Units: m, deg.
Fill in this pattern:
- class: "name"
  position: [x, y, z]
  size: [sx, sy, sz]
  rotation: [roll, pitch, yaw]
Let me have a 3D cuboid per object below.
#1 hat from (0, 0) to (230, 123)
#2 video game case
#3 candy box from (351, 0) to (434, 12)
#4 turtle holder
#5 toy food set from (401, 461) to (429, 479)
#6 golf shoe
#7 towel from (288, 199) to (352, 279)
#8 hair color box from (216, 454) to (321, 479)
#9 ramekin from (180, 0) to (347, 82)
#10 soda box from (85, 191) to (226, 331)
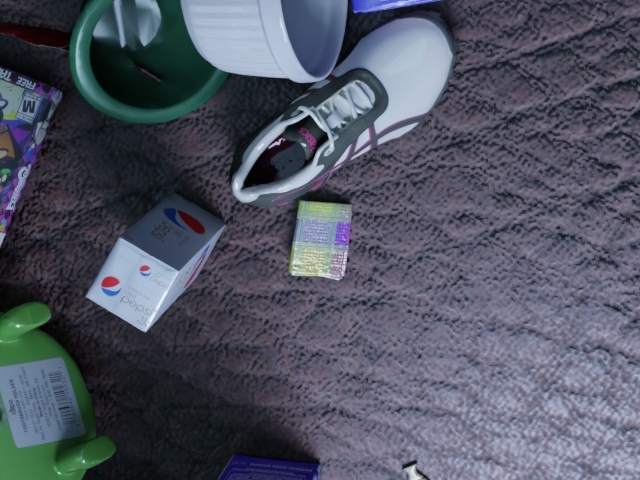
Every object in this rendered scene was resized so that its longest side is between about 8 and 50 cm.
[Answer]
- class: "hat"
  position: [-0.211, -0.234, 1.786]
  size: [0.208, 0.183, 0.173]
  rotation: [10, 111, -34]
- class: "video game case"
  position: [-0.410, -0.101, 1.802]
  size: [0.232, 0.042, 0.210]
  rotation: [23, 89, 10]
- class: "candy box"
  position: [0.140, -0.395, 1.638]
  size: [0.268, 0.122, 0.317]
  rotation: [-7, 102, 12]
- class: "turtle holder"
  position: [-0.391, 0.218, 1.772]
  size: [0.243, 0.320, 0.227]
  rotation: [50, 136, -9]
- class: "toy food set"
  position: [0.102, 0.304, 1.850]
  size: [0.078, 0.019, 0.122]
  rotation: [-33, 95, 15]
- class: "golf shoe"
  position: [0.024, -0.120, 1.721]
  size: [0.273, 0.120, 0.105]
  rotation: [-40, 92, 14]
- class: "towel"
  position: [0.000, 0.000, 1.797]
  size: [0.060, 0.009, 0.083]
  rotation: [4, 105, -12]
- class: "hair color box"
  position: [-0.076, 0.354, 1.726]
  size: [0.110, 0.339, 0.185]
  rotation: [5, 103, 9]
- class: "ramekin"
  position: [-0.055, -0.253, 1.665]
  size: [0.109, 0.207, 0.207]
  rotation: [1, 103, 20]
- class: "soda box"
  position: [-0.159, 0.018, 1.730]
  size: [0.069, 0.216, 0.074]
  rotation: [30, 106, 1]
